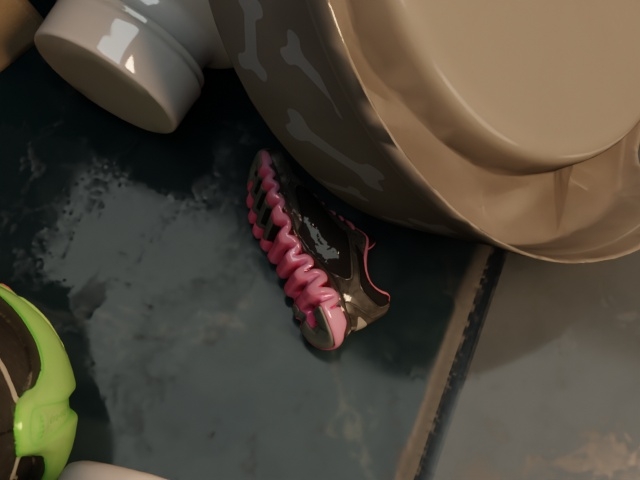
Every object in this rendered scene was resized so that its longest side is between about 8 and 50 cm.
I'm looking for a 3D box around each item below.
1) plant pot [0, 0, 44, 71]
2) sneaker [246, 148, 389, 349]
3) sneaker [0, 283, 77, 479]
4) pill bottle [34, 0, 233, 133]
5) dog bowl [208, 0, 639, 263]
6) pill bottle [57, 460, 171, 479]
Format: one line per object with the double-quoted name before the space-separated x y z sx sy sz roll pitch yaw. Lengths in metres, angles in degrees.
"plant pot" -0.235 -0.140 0.740 0.109 0.096 0.109 -42 79 -11
"sneaker" 0.000 0.000 0.736 0.057 0.047 0.119 -20 78 -23
"sneaker" -0.362 0.092 0.606 0.483 0.202 0.185 -10 91 -3
"pill bottle" -0.062 -0.175 0.739 0.124 0.124 0.221 30 76 7
"dog bowl" 0.084 -0.159 0.657 0.349 0.102 0.348 3 86 -44
"pill bottle" -0.088 0.222 0.567 0.131 0.131 0.229 17 74 4
